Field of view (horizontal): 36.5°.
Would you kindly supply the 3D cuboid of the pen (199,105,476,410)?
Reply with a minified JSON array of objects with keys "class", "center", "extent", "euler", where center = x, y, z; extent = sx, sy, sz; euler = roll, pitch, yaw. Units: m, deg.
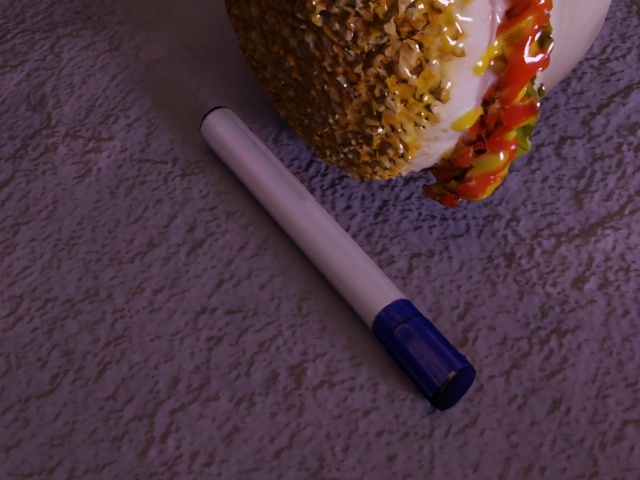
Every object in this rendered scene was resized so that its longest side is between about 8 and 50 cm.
[{"class":"pen","center":[0.000,0.000,0.605],"extent":[0.033,0.033,0.269],"euler":[-31,54,-16]}]

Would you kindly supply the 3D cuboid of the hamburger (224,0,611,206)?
[{"class":"hamburger","center":[0.036,-0.174,0.585],"extent":[0.179,0.276,0.294],"euler":[-25,48,-26]}]
